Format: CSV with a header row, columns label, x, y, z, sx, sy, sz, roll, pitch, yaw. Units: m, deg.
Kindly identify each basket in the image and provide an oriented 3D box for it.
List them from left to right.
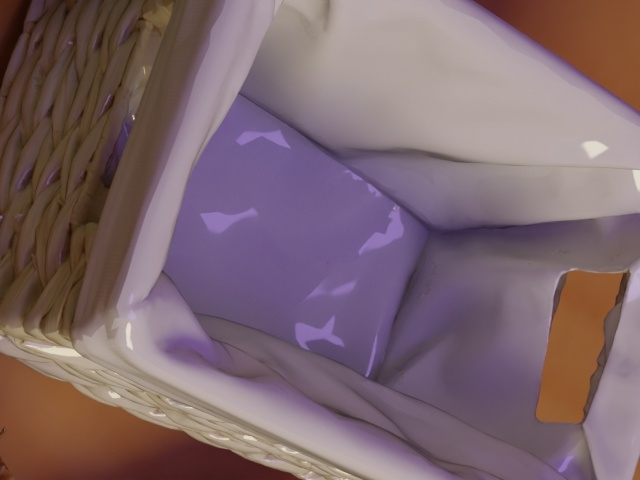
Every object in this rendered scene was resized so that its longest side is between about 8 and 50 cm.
label,x,y,z,sx,sy,sz,roll,pitch,yaw
basket,0.000,0.000,0.478,0.167,0.103,0.113,28,74,-38

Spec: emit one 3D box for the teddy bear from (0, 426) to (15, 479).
label,x,y,z,sx,sy,sz,roll,pitch,yaw
teddy bear,-0.082,0.176,0.496,0.245,0.113,0.338,-14,114,-31
